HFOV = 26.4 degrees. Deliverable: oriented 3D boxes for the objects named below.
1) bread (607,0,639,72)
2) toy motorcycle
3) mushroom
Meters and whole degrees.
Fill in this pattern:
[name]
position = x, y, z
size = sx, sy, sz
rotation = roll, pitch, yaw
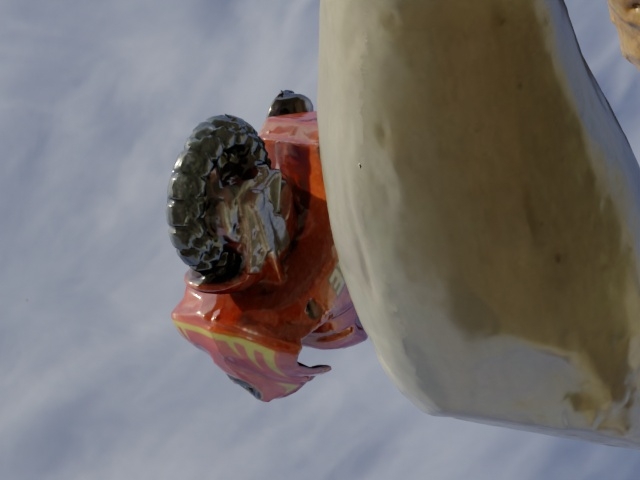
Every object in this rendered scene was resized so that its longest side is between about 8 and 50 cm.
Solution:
[bread]
position = 0.261, -0.185, 0.881
size = 0.143, 0.229, 0.139
rotation = -30, -119, -26
[toy motorcycle]
position = 0.001, -0.002, 0.799
size = 0.298, 0.089, 0.171
rotation = -13, -75, -56
[mushroom]
position = 0.066, -0.020, 0.510
size = 0.128, 0.128, 0.350
rotation = -30, -46, -12
